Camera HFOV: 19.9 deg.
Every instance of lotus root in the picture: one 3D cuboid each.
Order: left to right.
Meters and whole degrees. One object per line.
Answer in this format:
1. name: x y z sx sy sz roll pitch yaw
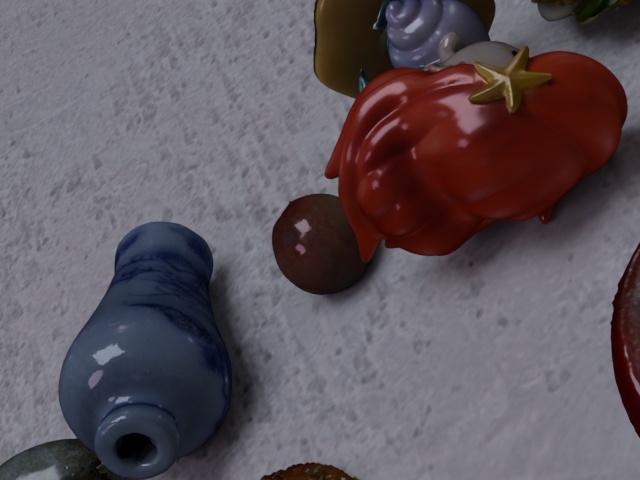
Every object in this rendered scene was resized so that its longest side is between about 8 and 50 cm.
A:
1. lotus root: -0.226 0.214 1.549 0.165 0.088 0.088 -30 37 17

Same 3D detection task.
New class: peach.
1. peach: 0.000 0.002 1.461 0.083 0.083 0.083 -33 36 29

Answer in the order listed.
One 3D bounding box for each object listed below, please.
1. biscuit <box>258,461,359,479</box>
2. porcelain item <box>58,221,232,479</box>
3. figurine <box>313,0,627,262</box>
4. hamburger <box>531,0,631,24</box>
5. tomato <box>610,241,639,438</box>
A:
1. biscuit: -0.037 0.222 1.338 0.206 0.025 0.126 -27 39 35
2. porcelain item: -0.142 0.089 1.512 0.141 0.141 0.259 -38 27 23
3. figurine: 0.097 -0.090 1.352 0.208 0.181 0.257 -16 33 -10
4. hamburger: 0.218 -0.275 1.383 0.237 0.147 0.237 -30 35 24
5. tomato: 0.275 0.064 0.980 0.233 0.139 0.200 -3 56 9
